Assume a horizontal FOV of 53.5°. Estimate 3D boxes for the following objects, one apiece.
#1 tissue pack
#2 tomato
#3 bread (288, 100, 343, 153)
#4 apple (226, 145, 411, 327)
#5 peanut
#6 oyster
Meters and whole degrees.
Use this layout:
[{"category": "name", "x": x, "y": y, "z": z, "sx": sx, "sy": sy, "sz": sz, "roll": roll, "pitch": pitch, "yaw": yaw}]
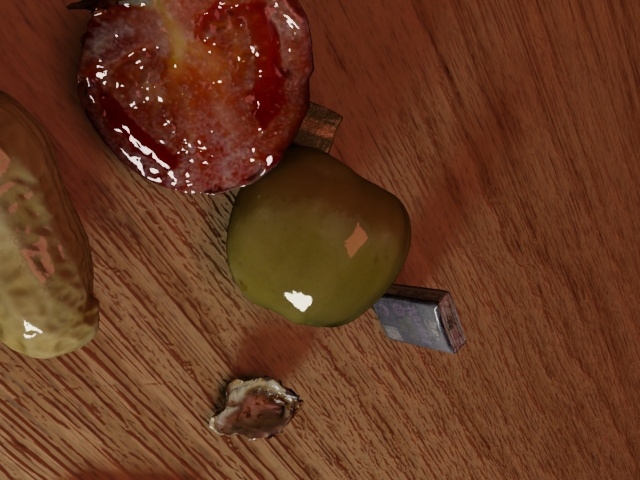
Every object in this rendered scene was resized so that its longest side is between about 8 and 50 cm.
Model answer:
[{"category": "tissue pack", "x": 0.170, "y": 0.136, "z": 1.118, "sx": 0.051, "sy": 0.156, "sz": 0.112, "roll": -40, "pitch": 119, "yaw": -32}, {"category": "tomato", "x": -0.148, "y": -0.226, "z": 0.807, "sx": 0.309, "sy": 0.170, "sz": 0.309, "roll": -5, "pitch": 126, "yaw": -7}, {"category": "bread", "x": -0.050, "y": -0.185, "z": 0.942, "sx": 0.139, "sy": 0.084, "sz": 0.074, "roll": 27, "pitch": 81, "yaw": -37}, {"category": "apple", "x": 0.000, "y": 0.000, "z": 0.908, "sx": 0.262, "sy": 0.262, "sz": 0.262, "roll": -7, "pitch": 101, "yaw": -38}, {"category": "peanut", "x": -0.341, "y": -0.008, "z": 0.703, "sx": 0.152, "sy": 0.152, "sz": 0.313, "roll": -30, "pitch": 120, "yaw": -31}, {"category": "oyster", "x": -0.095, "y": 0.259, "z": 0.992, "sx": 0.148, "sy": 0.051, "sz": 0.103, "roll": 17, "pitch": 88, "yaw": -23}]
